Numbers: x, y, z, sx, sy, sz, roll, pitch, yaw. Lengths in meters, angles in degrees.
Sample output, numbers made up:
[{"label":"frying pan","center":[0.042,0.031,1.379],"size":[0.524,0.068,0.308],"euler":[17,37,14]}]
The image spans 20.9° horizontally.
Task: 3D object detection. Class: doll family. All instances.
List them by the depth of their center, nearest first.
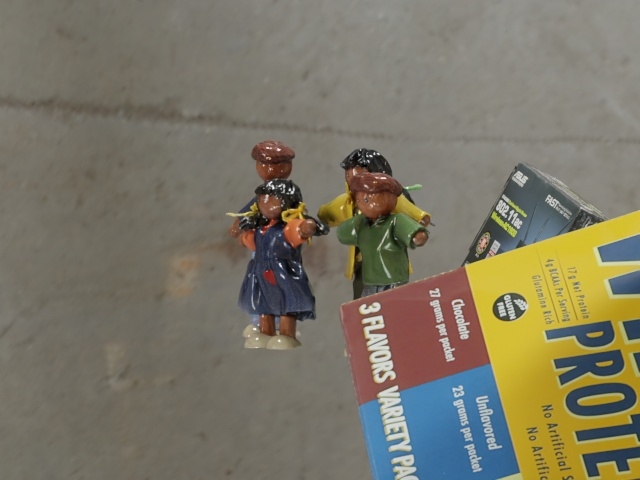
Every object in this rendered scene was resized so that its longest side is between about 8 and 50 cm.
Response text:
[{"label":"doll family","center":[0.000,0.000,0.927],"size":[0.076,0.193,0.111],"euler":[-7,95,-46]}]

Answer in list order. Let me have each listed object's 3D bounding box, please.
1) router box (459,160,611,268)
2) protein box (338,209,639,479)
[{"label":"router box","center":[0.143,0.008,1.146],"size":[0.038,0.122,0.092],"euler":[26,99,-20]},{"label":"protein box","center":[0.137,0.101,0.639],"size":[0.200,0.201,0.136],"euler":[-18,50,7]}]
